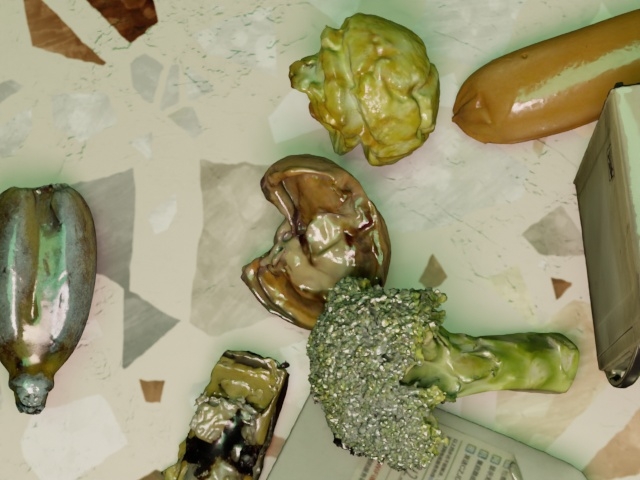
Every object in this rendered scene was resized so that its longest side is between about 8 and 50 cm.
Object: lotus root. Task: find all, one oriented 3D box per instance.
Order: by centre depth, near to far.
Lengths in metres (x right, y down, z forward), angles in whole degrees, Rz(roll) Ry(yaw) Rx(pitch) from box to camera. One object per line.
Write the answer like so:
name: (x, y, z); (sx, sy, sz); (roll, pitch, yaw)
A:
lotus root: (-0.395, 0.079, 1.657); (0.158, 0.140, 0.322); (4, 83, -18)

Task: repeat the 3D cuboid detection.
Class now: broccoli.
broccoli: (0.167, 0.164, 1.490); (0.361, 0.252, 0.221); (4, 93, -9)

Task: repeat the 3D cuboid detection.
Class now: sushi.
sushi: (-0.142, 0.282, 1.588); (0.139, 0.131, 0.291); (17, 88, 8)

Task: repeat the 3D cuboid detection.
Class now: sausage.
sausage: (0.353, -0.226, 1.663); (0.354, 0.116, 0.134); (-20, 86, 5)

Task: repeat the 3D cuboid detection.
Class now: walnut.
walnut: (0.011, 0.001, 1.622); (0.204, 0.141, 0.238); (24, 120, 15)

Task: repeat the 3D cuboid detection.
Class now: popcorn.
popcorn: (0.071, -0.202, 1.625); (0.183, 0.221, 0.204); (-34, 62, -4)

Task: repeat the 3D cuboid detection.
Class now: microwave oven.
microwave oven: (0.467, 0.004, 1.452); (0.247, 0.394, 0.333); (-5, 78, 5)

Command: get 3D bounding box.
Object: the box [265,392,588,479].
box: (0.105, 0.399, 1.488); (0.396, 0.111, 0.396); (22, 61, 13)
